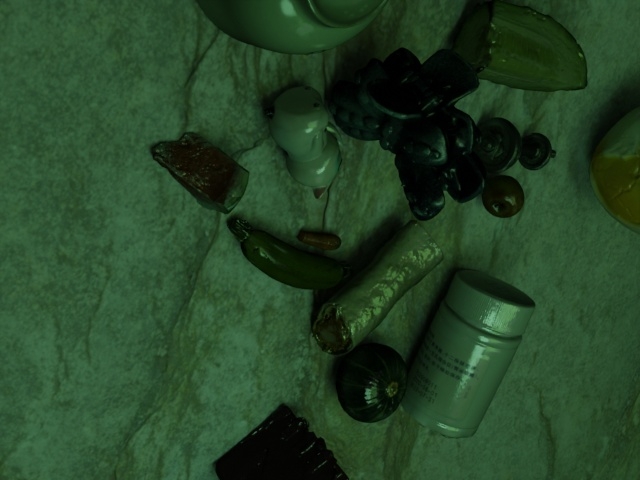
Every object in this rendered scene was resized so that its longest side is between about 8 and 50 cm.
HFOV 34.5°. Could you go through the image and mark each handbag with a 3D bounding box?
[{"bbox_3d":[-0.077,0.462,2.049,0.216,0.203,0.074,-38,143,-12],"label":"handbag"}]

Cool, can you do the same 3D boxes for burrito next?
[{"bbox_3d":[0.105,0.100,2.006,0.299,0.105,0.143,-45,174,-7],"label":"burrito"}]

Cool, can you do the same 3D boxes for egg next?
[{"bbox_3d":[0.709,-0.155,2.268,0.337,0.201,0.337,-6,98,-48],"label":"egg"}]

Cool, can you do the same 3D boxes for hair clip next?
[{"bbox_3d":[0.155,-0.195,1.706,0.194,0.310,0.206,-27,152,-24],"label":"hair clip"}]

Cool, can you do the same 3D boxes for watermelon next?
[{"bbox_3d":[-0.191,-0.115,1.680,0.158,0.121,0.098,31,79,-3],"label":"watermelon"}]

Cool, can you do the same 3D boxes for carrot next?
[{"bbox_3d":[0.000,0.000,1.922,0.093,0.032,0.032,11,111,-40],"label":"carrot"}]

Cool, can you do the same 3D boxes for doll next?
[{"bbox_3d":[-0.021,-0.170,1.730,0.106,0.110,0.181,-25,131,2],"label":"doll"}]

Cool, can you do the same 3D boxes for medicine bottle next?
[{"bbox_3d":[0.315,0.239,2.222,0.189,0.190,0.332,6,114,-41],"label":"medicine bottle"}]

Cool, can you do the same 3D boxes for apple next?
[{"bbox_3d":[0.377,-0.090,2.123,0.074,0.089,0.090,-39,139,-38],"label":"apple"}]

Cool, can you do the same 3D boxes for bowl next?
[{"bbox_3d":[-0.003,-0.424,1.517,0.353,0.185,0.354,-21,130,-28],"label":"bowl"}]

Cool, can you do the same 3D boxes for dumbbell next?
[{"bbox_3d":[0.401,-0.184,2.078,0.254,0.110,0.110,1,117,-47],"label":"dumbbell"}]

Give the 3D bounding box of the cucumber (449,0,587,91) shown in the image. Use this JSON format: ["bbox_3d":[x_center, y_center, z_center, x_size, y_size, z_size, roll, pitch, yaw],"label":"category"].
[{"bbox_3d":[0.380,-0.354,1.944,0.325,0.105,0.145,5,88,-41],"label":"cucumber"}]

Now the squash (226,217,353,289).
[{"bbox_3d":[-0.053,0.042,1.878,0.071,0.080,0.318,-29,145,32],"label":"squash"}]

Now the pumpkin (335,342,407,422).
[{"bbox_3d":[0.105,0.294,2.136,0.167,0.125,0.167,-30,126,-51],"label":"pumpkin"}]
